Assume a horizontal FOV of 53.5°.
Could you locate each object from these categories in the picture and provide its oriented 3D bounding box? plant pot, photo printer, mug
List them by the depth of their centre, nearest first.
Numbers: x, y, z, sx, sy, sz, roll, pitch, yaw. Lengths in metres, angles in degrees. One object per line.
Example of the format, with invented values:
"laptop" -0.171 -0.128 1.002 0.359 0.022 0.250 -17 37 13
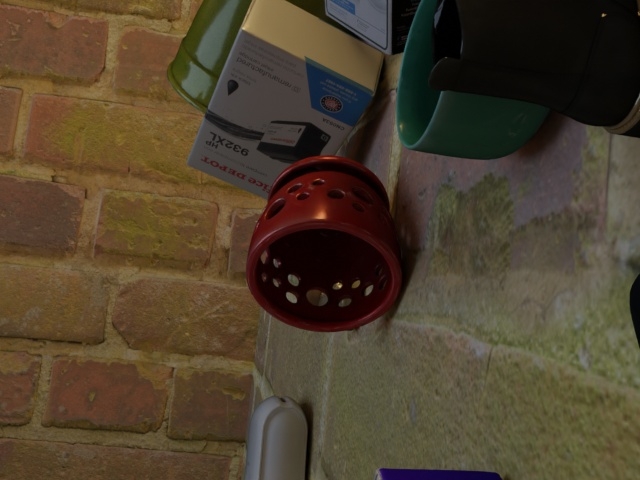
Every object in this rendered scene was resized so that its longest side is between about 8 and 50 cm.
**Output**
"mug" 0.127 -0.140 0.486 0.129 0.097 0.157 -98 19 -58
"plant pot" 0.010 -0.005 0.825 0.174 0.191 0.191 -82 6 -48
"plant pot" -0.079 -0.435 1.268 0.366 0.367 0.353 -98 30 -55
"photo printer" -0.096 0.476 1.300 0.256 0.107 0.307 127 148 -71

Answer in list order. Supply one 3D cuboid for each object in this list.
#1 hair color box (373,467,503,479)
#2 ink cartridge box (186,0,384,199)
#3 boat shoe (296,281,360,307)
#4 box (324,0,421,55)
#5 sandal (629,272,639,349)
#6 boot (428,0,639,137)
"hair color box" 0.074 0.354 0.432 0.185 0.110 0.338 -118 35 -71
"ink cartridge box" -0.068 -0.217 1.064 0.307 0.223 0.129 -53 18 47
"boat shoe" 0.000 0.000 1.069 0.341 0.110 0.121 -95 16 -50
"box" 0.069 -0.364 0.659 0.169 0.087 0.290 -127 26 -46
"sandal" 0.166 0.102 0.222 0.097 0.055 0.254 108 165 -48
"boot" 0.128 -0.157 0.382 0.077 0.137 0.197 109 165 -52
